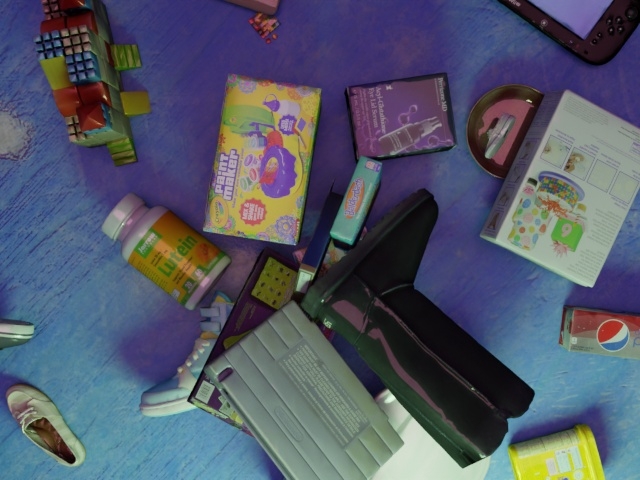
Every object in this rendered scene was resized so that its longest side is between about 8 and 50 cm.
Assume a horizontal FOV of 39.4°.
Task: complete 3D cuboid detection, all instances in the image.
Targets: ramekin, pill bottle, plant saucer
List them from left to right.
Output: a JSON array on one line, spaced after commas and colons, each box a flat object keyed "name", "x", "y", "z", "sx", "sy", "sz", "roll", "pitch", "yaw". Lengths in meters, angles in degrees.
[{"name": "pill bottle", "x": -0.314, "y": 0.016, "z": 1.805, "sx": 0.246, "sy": 0.136, "sz": 0.136, "roll": 38, "pitch": 91, "yaw": 0}, {"name": "ramekin", "x": 0.203, "y": 0.402, "z": 1.816, "sx": 0.273, "sy": 0.127, "sz": 0.272, "roll": 0, "pitch": 91, "yaw": 0}, {"name": "plant saucer", "x": 0.398, "y": -0.223, "z": 1.851, "sx": 0.199, "sy": 0.036, "sz": 0.198, "roll": 0, "pitch": 90, "yaw": 0}]

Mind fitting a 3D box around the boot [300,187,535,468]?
[{"name": "boot", "x": 0.241, "y": 0.158, "z": 1.727, "sx": 0.445, "sy": 0.146, "sz": 0.367, "roll": 42, "pitch": 69, "yaw": 12}]

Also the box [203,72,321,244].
[{"name": "box", "x": -0.106, "y": -0.147, "z": 1.732, "sx": 0.177, "sy": 0.279, "sz": 0.289, "roll": 9, "pitch": 92, "yaw": 0}]

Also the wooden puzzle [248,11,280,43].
[{"name": "wooden puzzle", "x": -0.116, "y": -0.454, "z": 1.862, "sx": 0.049, "sy": 0.006, "sz": 0.083, "roll": -41, "pitch": 91, "yaw": 1}]

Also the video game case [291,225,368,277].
[{"name": "video game case", "x": 0.037, "y": 0.051, "z": 1.866, "sx": 0.166, "sy": 0.015, "sz": 0.119, "roll": -20, "pitch": 91, "yaw": 0}]

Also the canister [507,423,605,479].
[{"name": "canister", "x": 0.484, "y": 0.460, "z": 1.844, "sx": 0.170, "sy": 0.073, "sz": 0.126, "roll": -15, "pitch": 91, "yaw": 2}]

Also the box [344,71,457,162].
[{"name": "box", "x": 0.162, "y": -0.246, "z": 1.815, "sx": 0.207, "sy": 0.108, "sz": 0.153, "roll": -10, "pitch": 90, "yaw": 1}]

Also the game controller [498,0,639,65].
[{"name": "game controller", "x": 0.497, "y": -0.501, "z": 1.831, "sx": 0.319, "sy": 0.067, "sz": 0.166, "roll": 35, "pitch": 91, "yaw": 0}]

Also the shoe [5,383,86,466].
[{"name": "shoe", "x": -0.570, "y": 0.383, "z": 1.851, "sx": 0.076, "sy": 0.058, "sz": 0.219, "roll": -44, "pitch": 91, "yaw": 1}]

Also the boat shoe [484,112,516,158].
[{"name": "boat shoe", "x": 0.357, "y": -0.215, "z": 1.819, "sx": 0.035, "sy": 0.035, "sz": 0.100, "roll": 33, "pitch": 95, "yaw": 27}]

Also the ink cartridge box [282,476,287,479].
[{"name": "ink cartridge box", "x": 0.033, "y": 0.545, "z": 1.789, "sx": 0.233, "sy": 0.171, "sz": 0.168, "roll": 40, "pitch": 97, "yaw": -2}]

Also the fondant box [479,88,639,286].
[{"name": "fondant box", "x": 0.501, "y": -0.105, "z": 1.798, "sx": 0.238, "sy": 0.096, "sz": 0.330, "roll": 25, "pitch": 90, "yaw": -14}]

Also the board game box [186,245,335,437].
[{"name": "board game box", "x": -0.094, "y": 0.206, "z": 1.746, "sx": 0.208, "sy": 0.056, "sz": 0.346, "roll": 30, "pitch": 62, "yaw": -8}]

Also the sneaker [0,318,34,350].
[{"name": "sneaker", "x": -0.736, "y": 0.216, "z": 1.819, "sx": 0.321, "sy": 0.126, "sz": 0.127, "roll": 1, "pitch": 87, "yaw": 11}]

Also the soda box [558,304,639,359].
[{"name": "soda box", "x": 0.631, "y": 0.193, "z": 1.833, "sx": 0.263, "sy": 0.083, "sz": 0.092, "roll": 7, "pitch": 92, "yaw": -1}]

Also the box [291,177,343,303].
[{"name": "box", "x": 0.000, "y": 0.000, "z": 1.760, "sx": 0.037, "sy": 0.136, "sz": 0.225, "roll": 18, "pitch": 60, "yaw": 2}]

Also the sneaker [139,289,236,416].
[{"name": "sneaker", "x": -0.238, "y": 0.220, "z": 1.818, "sx": 0.319, "sy": 0.127, "sz": 0.208, "roll": -20, "pitch": 93, "yaw": -9}]

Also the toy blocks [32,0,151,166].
[{"name": "toy blocks", "x": -0.465, "y": -0.340, "z": 1.739, "sx": 0.191, "sy": 0.261, "sz": 0.381, "roll": -12, "pitch": 91, "yaw": 0}]

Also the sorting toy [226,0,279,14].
[{"name": "sorting toy", "x": -0.147, "y": -0.581, "z": 1.843, "sx": 0.348, "sy": 0.047, "sz": 0.196, "roll": 18, "pitch": 95, "yaw": 0}]

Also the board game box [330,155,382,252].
[{"name": "board game box", "x": 0.072, "y": -0.065, "z": 1.757, "sx": 0.047, "sy": 0.210, "sz": 0.160, "roll": 22, "pitch": 83, "yaw": 6}]

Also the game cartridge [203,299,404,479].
[{"name": "game cartridge", "x": -0.026, "y": 0.312, "z": 1.679, "sx": 0.230, "sy": 0.068, "sz": 0.355, "roll": -36, "pitch": 88, "yaw": -34}]
